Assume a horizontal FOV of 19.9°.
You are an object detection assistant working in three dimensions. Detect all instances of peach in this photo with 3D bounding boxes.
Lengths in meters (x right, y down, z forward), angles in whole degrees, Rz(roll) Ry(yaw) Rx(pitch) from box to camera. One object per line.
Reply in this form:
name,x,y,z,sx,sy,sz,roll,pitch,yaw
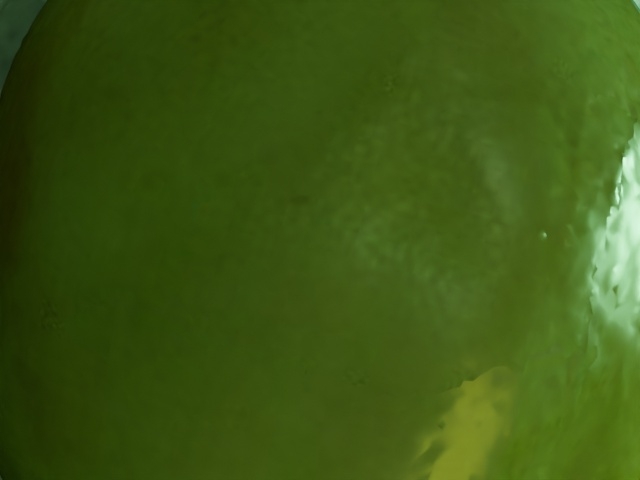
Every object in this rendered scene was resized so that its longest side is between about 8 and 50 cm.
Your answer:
peach,0.001,0.007,0.723,0.281,0.314,0.316,16,98,-30

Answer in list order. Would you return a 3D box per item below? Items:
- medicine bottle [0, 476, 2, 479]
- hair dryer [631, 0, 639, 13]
medicine bottle,-0.112,0.130,0.890,0.318,0.158,0.158,-2,132,-49
hair dryer,0.142,-0.076,1.032,0.124,0.063,0.038,-40,155,23
